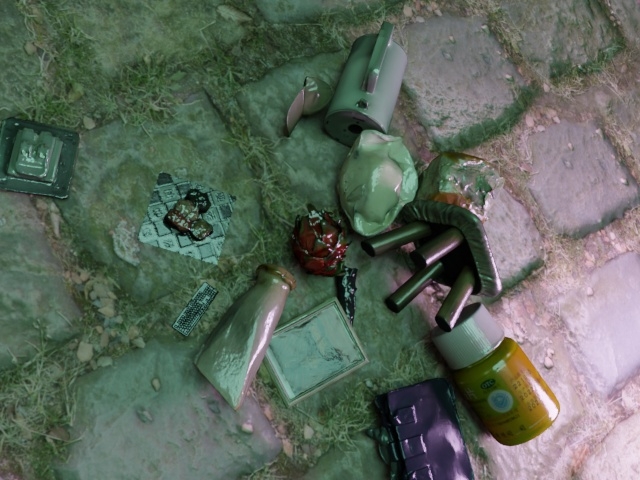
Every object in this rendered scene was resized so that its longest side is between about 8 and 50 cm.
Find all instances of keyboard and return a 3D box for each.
[{"bbox_3d":[-0.340,0.186,1.660,0.053,0.010,0.155,35,65,-6],"label":"keyboard"}]

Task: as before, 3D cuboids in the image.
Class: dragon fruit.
[{"bbox_3d":[-0.001,0.009,1.755,0.182,0.182,0.189,16,65,-16],"label":"dragon fruit"}]

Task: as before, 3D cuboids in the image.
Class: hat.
[{"bbox_3d":[-0.036,-0.395,1.876,0.144,0.166,0.173,6,81,-8],"label":"hat"}]

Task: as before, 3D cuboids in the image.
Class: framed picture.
[{"bbox_3d":[-0.023,0.310,1.710,0.273,0.016,0.216,-28,85,-14],"label":"framed picture"}]

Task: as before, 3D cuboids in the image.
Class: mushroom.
[{"bbox_3d":[-0.201,0.242,1.629,0.154,0.137,0.407,16,60,17],"label":"mushroom"}]

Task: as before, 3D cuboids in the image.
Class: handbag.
[{"bbox_3d":[0.276,0.572,1.721,0.269,0.118,0.326,-6,75,-30],"label":"handbag"}]

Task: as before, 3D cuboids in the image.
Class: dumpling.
[{"bbox_3d":[0.179,-0.173,1.873,0.242,0.187,0.318,1,93,-24],"label":"dumpling"}]

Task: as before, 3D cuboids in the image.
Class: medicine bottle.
[{"bbox_3d":[0.510,0.391,1.805,0.224,0.224,0.384,-34,89,-26],"label":"medicine bottle"}]

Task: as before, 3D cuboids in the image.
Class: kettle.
[{"bbox_3d":[0.142,-0.489,1.918,0.265,0.205,0.318,51,53,-52],"label":"kettle"}]

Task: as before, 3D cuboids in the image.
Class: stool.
[{"bbox_3d":[0.320,0.070,1.751,0.226,0.310,0.310,-38,117,-25],"label":"stool"}]

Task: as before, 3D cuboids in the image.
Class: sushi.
[{"bbox_3d":[-0.366,-0.071,1.708,0.231,0.047,0.220,18,68,-15],"label":"sushi"}]

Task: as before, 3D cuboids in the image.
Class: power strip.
[{"bbox_3d":[-0.747,-0.224,1.599,0.198,0.064,0.213,7,73,-17],"label":"power strip"}]

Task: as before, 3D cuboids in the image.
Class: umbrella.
[{"bbox_3d":[0.072,0.190,1.793,0.066,0.059,0.236,5,73,3],"label":"umbrella"}]

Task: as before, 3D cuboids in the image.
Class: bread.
[{"bbox_3d":[0.422,-0.131,1.915,0.250,0.279,0.225,24,54,-13],"label":"bread"}]
